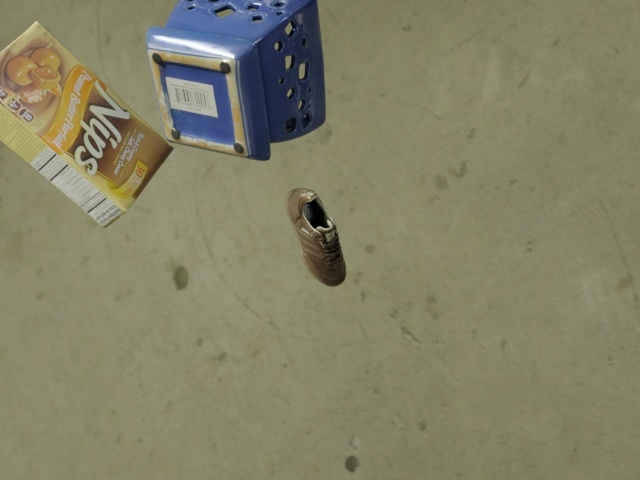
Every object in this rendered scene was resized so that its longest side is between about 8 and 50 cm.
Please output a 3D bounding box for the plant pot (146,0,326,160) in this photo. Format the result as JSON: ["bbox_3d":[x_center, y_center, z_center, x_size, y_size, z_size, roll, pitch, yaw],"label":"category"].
[{"bbox_3d":[-0.143,-0.270,1.302,0.236,0.235,0.212,15,41,25],"label":"plant pot"}]

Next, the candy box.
[{"bbox_3d":[-0.425,-0.195,1.354,0.088,0.316,0.183,-28,26,43],"label":"candy box"}]

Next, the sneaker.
[{"bbox_3d":[0.000,0.000,1.334,0.066,0.188,0.071,-36,20,-23],"label":"sneaker"}]
